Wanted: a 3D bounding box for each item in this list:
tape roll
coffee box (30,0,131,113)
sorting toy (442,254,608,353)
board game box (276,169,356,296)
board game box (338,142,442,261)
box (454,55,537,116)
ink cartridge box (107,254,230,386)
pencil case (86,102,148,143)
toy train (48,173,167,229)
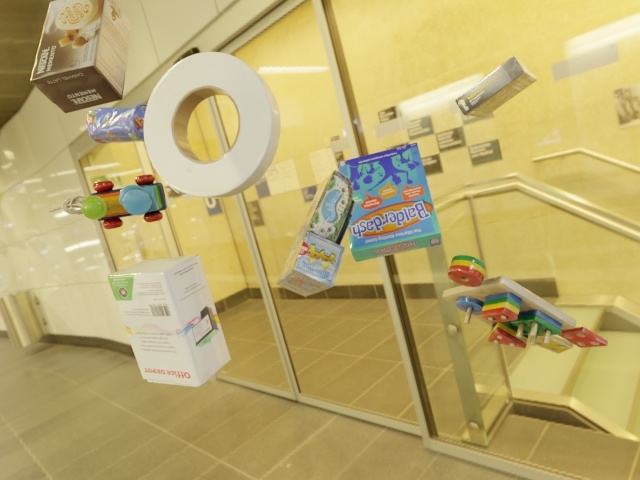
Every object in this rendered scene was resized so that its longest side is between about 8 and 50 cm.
[{"bbox_3d":[-0.299,-0.306,1.197,0.392,0.391,0.072,-13,-1,17],"label":"tape roll"},{"bbox_3d":[-0.504,-0.409,0.943,0.141,0.246,0.098,-11,-27,8],"label":"coffee box"},{"bbox_3d":[0.271,0.117,0.639,0.046,0.275,0.132,-65,13,-23],"label":"sorting toy"},{"bbox_3d":[0.000,0.000,0.652,0.060,0.194,0.194,24,-1,-7],"label":"board game box"},{"bbox_3d":[0.125,-0.075,0.826,0.160,0.210,0.047,-13,-31,11],"label":"board game box"},{"bbox_3d":[0.510,-0.435,1.269,0.183,0.056,0.231,-36,-9,35],"label":"box"},{"bbox_3d":[-0.354,0.187,1.039,0.202,0.278,0.117,-6,15,31],"label":"ink cartridge box"},{"bbox_3d":[-0.663,-0.395,1.486,0.306,0.133,0.119,7,-24,34],"label":"pencil case"},{"bbox_3d":[-0.458,-0.070,0.910,0.248,0.105,0.143,-11,10,-9],"label":"toy train"}]
